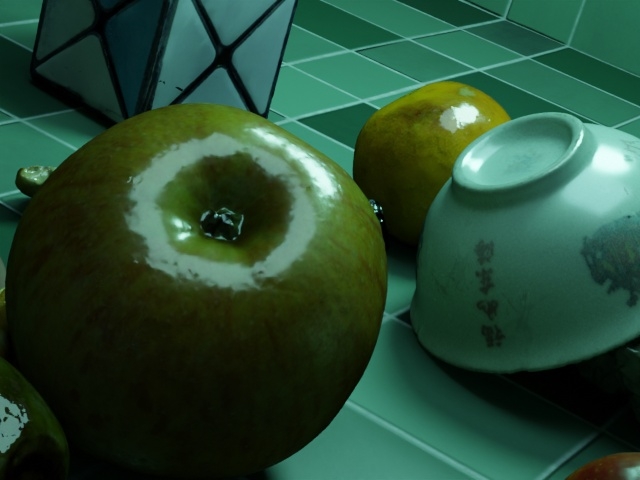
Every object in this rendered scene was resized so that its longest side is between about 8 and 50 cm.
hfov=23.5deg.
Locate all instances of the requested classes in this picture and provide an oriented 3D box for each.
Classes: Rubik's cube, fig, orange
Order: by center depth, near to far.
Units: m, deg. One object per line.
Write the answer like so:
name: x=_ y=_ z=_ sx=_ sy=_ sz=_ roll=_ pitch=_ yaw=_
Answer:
fig: x=-0.317 y=0.185 z=1.424 sx=0.144 sy=0.154 sz=0.166 roll=53 pitch=20 yaw=-63
orange: x=0.174 y=-0.114 z=2.293 sx=0.261 sy=0.261 sz=0.261 roll=14 pitch=23 yaw=-6
Rubik's cube: x=-0.255 y=-0.359 z=2.489 sx=0.307 sy=0.305 sz=0.310 roll=32 pitch=27 yaw=34

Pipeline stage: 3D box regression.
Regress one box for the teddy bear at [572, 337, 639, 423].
teddy bear: x=0.458 y=0.135 z=1.997 sx=0.367 sy=0.224 sz=0.357 roll=27 pitch=11 yaw=29

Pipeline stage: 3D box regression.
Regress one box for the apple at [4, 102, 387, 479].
apple: x=-0.117 y=0.043 z=1.574 sx=0.400 sy=0.333 sz=0.400 roll=20 pitch=43 yaw=-20

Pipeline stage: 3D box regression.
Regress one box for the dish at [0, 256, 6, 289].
dish: x=-0.441 y=0.013 z=1.792 sx=0.213 sy=0.090 sz=0.213 roll=14 pitch=23 yaw=-6

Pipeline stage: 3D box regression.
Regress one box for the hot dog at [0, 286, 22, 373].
hot dog: x=-0.345 y=0.127 z=1.613 sx=0.076 sy=0.102 sz=0.249 roll=-25 pitch=22 yaw=7

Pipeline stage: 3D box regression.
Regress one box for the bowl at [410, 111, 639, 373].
bowl: x=0.286 y=-0.038 z=1.991 sx=0.434 sy=0.196 sz=0.435 roll=-21 pitch=28 yaw=12

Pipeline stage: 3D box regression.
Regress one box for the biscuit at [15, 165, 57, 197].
biscuit: x=-0.262 y=-0.071 z=2.093 sx=0.299 sy=0.045 sz=0.154 roll=1 pitch=-10 yaw=-8

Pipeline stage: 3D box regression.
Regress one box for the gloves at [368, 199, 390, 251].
gloves: x=0.000 y=0.002 z=2.145 sx=0.180 sy=0.106 sz=0.129 roll=-16 pitch=27 yaw=-4

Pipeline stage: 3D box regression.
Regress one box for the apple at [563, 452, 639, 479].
apple: x=0.313 y=0.307 z=1.491 sx=0.230 sy=0.230 sz=0.230 roll=14 pitch=23 yaw=-6
